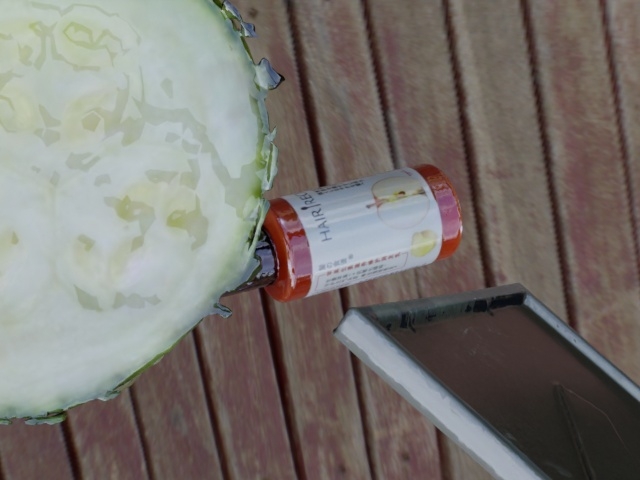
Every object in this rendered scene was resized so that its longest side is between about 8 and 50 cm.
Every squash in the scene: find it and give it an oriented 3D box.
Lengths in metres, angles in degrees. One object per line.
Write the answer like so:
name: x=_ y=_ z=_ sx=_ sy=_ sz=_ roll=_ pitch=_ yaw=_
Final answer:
squash: x=-0.150 y=-0.060 z=0.544 sx=0.189 sy=0.260 sz=0.189 roll=-9 pitch=110 yaw=-26

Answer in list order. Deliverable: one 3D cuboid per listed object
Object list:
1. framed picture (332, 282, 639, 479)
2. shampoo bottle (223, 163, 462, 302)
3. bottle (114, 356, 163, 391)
framed picture: x=0.073 y=0.052 z=0.383 sx=0.109 sy=0.149 sz=0.011 roll=41 pitch=106 yaw=19
shampoo bottle: x=0.000 y=0.000 z=1.377 sx=0.278 sy=0.104 sz=0.104 roll=-15 pitch=102 yaw=-24
bottle: x=-0.179 y=0.087 z=1.141 sx=0.083 sy=0.269 sz=0.083 roll=0 pitch=86 yaw=6
